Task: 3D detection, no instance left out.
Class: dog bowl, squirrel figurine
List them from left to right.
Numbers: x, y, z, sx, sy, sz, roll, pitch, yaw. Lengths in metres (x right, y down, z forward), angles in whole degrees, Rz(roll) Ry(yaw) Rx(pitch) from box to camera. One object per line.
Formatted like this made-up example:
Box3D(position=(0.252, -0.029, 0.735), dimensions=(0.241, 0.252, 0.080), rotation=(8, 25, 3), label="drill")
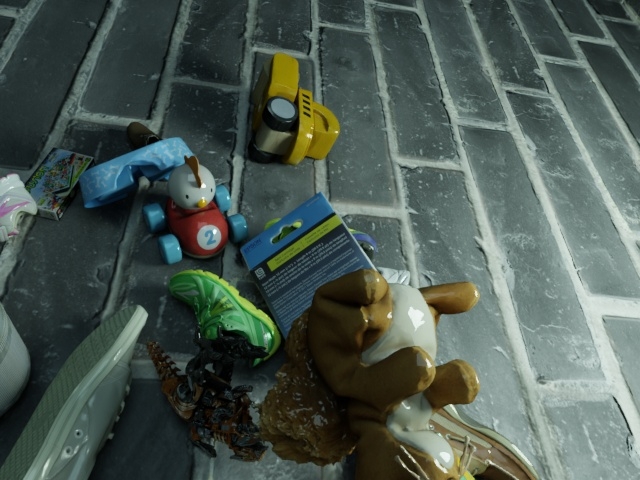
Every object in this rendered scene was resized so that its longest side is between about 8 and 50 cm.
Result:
Box3D(position=(-0.458, -0.174, 1.279), dimensions=(0.297, 0.166, 0.074), rotation=(-24, 94, -11), label="dog bowl")
Box3D(position=(0.078, 0.276, 0.867), dimensions=(0.281, 0.397, 0.371), rotation=(13, 63, -43), label="squirrel figurine")

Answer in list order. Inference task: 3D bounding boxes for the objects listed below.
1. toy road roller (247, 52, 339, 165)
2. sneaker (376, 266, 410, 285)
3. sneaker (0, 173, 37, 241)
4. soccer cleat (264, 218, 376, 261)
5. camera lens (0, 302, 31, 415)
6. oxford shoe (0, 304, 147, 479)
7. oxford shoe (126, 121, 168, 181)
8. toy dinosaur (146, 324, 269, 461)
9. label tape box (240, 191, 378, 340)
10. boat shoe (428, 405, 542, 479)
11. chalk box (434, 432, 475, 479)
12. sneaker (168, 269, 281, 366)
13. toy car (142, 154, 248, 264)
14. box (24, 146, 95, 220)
Box3D(position=(-0.078, -0.376, 1.549), dimensions=(0.240, 0.202, 0.330), rotation=(11, 55, -21), label="toy road roller")
Box3D(position=(0.146, 0.155, 1.263), dimensions=(0.115, 0.090, 0.232), rotation=(16, 41, 8), label="sneaker")
Box3D(position=(-0.760, -0.035, 1.167), dimensions=(0.111, 0.103, 0.252), rotation=(47, 71, -16), label="sneaker")
Box3D(position=(0.000, 0.001, 1.305), dimensions=(0.289, 0.093, 0.121), rotation=(12, 20, 0), label="soccer cleat")
Box3D(position=(-0.657, 0.200, 0.899), dimensions=(0.219, 0.274, 0.219), rotation=(7, 51, -9), label="camera lens")
Box3D(position=(-0.440, 0.314, 0.969), dimensions=(0.130, 0.169, 0.449), rotation=(48, 34, -28), label="oxford shoe")
Box3D(position=(-0.472, -0.274, 1.432), dimensions=(0.082, 0.096, 0.227), rotation=(-32, 64, -30), label="oxford shoe")
Box3D(position=(-0.226, 0.294, 1.007), dimensions=(0.322, 0.164, 0.218), rotation=(28, 95, 1), label="toy dinosaur")
Box3D(position=(-0.001, 0.097, 1.175), dimensions=(0.249, 0.115, 0.348), rotation=(-35, 61, 4), label="label tape box")
Box3D(position=(0.288, 0.432, 1.061), dimensions=(0.324, 0.123, 0.120), rotation=(34, 57, 24), label="boat shoe")
Box3D(position=(0.186, 0.452, 0.962), dimensions=(0.132, 0.132, 0.213), rotation=(-36, 87, -33), label="chalk box")
Box3D(position=(-0.227, 0.169, 1.135), dimensions=(0.295, 0.109, 0.123), rotation=(32, 48, 11), label="sneaker")
Box3D(position=(-0.303, -0.094, 1.240), dimensions=(0.219, 0.238, 0.210), rotation=(-20, 60, -26), label="toy car")
Box3D(position=(-0.683, -0.149, 1.320), dimensions=(0.114, 0.036, 0.207), rotation=(14, 51, -2), label="box")
